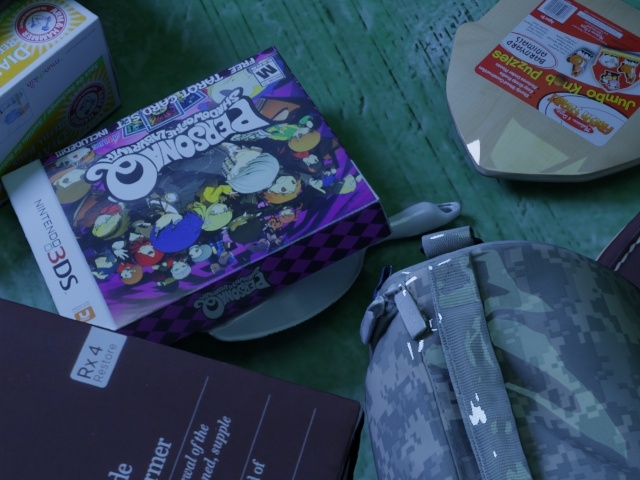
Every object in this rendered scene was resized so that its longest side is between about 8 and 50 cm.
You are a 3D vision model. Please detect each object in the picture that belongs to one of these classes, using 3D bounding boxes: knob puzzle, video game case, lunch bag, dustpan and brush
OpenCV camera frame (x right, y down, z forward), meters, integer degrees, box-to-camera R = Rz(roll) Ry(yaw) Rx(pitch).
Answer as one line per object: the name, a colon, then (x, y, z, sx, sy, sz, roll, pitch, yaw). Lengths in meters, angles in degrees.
knob puzzle: (0.180, -0.109, 1.386, 0.213, 0.030, 0.213, -2, 55, 3)
video game case: (-0.094, -0.025, 1.302, 0.232, 0.042, 0.210, -26, 43, -5)
lunch bag: (0.142, 0.166, 1.038, 0.212, 0.256, 0.305, -23, 56, 13)
dustpan and brush: (0.000, 0.000, 1.317, 0.211, 0.060, 0.147, -23, 43, -3)

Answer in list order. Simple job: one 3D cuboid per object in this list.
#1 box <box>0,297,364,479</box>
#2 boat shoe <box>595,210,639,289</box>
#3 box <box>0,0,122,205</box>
box: (-0.181, 0.150, 1.087, 0.381, 0.143, 0.191, 14, 52, 5)
boat shoe: (0.285, -0.024, 1.260, 0.342, 0.123, 0.123, -41, 61, -20)
box: (-0.264, -0.102, 1.375, 0.114, 0.103, 0.203, 35, 65, 26)
